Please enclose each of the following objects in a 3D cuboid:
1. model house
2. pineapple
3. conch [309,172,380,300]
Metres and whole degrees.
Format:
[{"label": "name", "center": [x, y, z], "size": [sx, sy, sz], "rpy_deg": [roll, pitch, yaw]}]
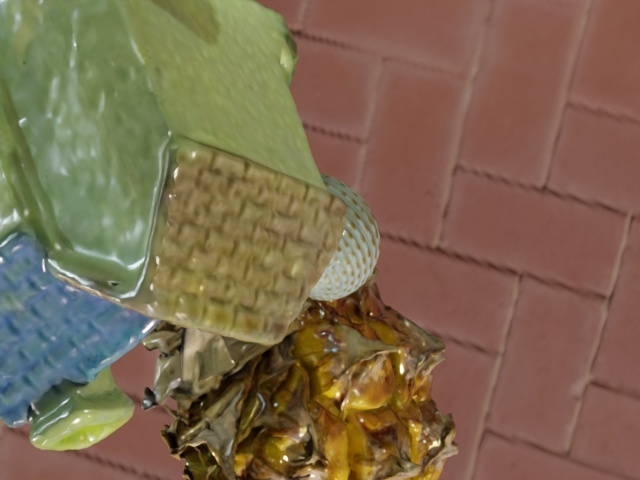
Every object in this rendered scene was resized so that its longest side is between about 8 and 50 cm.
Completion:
[{"label": "model house", "center": [-0.103, -0.004, 0.797], "size": [0.214, 0.195, 0.189], "rpy_deg": [-34, 59, 23]}, {"label": "pineapple", "center": [-0.012, 0.091, 0.970], "size": [0.161, 0.158, 0.335], "rpy_deg": [-29, 87, 16]}, {"label": "conch", "center": [0.004, -0.001, 0.857], "size": [0.056, 0.085, 0.076], "rpy_deg": [-4, 122, 0]}]
